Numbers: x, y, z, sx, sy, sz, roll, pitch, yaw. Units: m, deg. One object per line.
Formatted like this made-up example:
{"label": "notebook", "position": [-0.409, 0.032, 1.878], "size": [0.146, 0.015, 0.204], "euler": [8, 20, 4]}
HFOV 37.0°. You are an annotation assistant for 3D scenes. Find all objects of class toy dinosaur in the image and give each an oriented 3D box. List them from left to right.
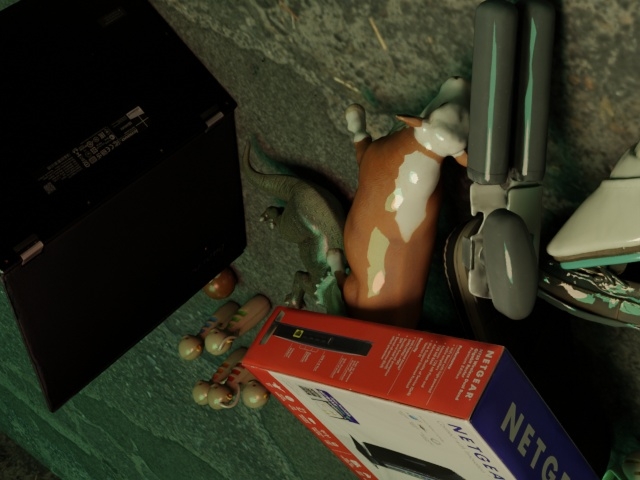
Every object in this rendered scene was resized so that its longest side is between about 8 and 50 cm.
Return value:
{"label": "toy dinosaur", "position": [0.000, 0.000, 1.217], "size": [0.160, 0.121, 0.314], "euler": [-34, 70, 59]}

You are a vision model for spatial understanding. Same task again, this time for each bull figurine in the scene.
{"label": "bull figurine", "position": [0.077, -0.038, 1.003], "size": [0.188, 0.101, 0.310], "euler": [-112, 31, -60]}

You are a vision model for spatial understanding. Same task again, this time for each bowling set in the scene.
{"label": "bowling set", "position": [-0.159, 0.158, 1.503], "size": [0.200, 0.154, 0.287], "euler": [53, 146, -7]}

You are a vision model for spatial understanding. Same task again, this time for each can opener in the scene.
{"label": "can opener", "position": [0.180, -0.070, 0.859], "size": [0.095, 0.076, 0.284], "euler": [-137, 43, -64]}

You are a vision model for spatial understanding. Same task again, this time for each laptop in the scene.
{"label": "laptop", "position": [-0.310, -0.073, 1.231], "size": [0.408, 0.382, 0.236], "euler": [49, 146, -2]}

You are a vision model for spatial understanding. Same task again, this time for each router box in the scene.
{"label": "router box", "position": [0.122, 0.213, 1.026], "size": [0.301, 0.082, 0.335], "euler": [6, 145, 45]}

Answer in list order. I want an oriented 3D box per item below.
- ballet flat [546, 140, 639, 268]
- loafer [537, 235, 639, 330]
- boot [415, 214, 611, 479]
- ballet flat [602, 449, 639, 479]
{"label": "ballet flat", "position": [0.347, -0.064, 0.745], "size": [0.400, 0.139, 0.139], "euler": [-11, 115, 48]}
{"label": "loafer", "position": [0.310, 0.041, 0.926], "size": [0.267, 0.096, 0.084], "euler": [26, 122, 20]}
{"label": "boot", "position": [0.162, 0.137, 1.141], "size": [0.284, 0.138, 0.377], "euler": [2, 131, 48]}
{"label": "ballet flat", "position": [0.372, 0.286, 1.107], "size": [0.077, 0.077, 0.231], "euler": [54, 152, 22]}
